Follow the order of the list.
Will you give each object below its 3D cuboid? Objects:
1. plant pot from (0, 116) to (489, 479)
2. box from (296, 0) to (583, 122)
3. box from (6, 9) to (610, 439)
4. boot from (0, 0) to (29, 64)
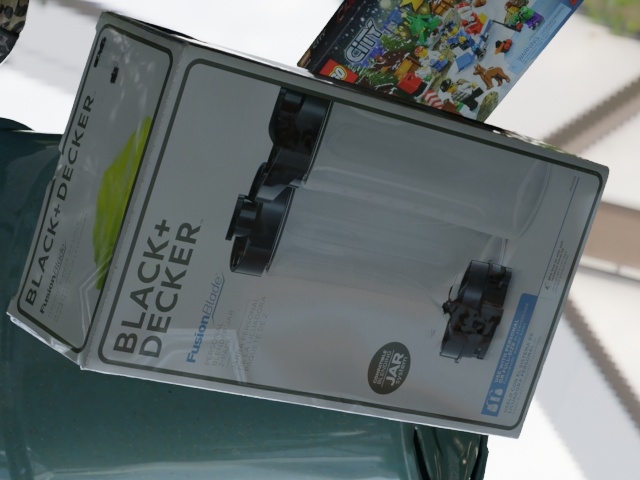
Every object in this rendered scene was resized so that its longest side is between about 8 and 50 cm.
[{"bbox_3d":[-0.070,0.077,1.337,0.334,0.341,0.341,-2,-153,18],"label":"plant pot"},{"bbox_3d":[0.110,-0.189,1.672,0.159,0.233,0.044,28,-154,-23],"label":"box"},{"bbox_3d":[0.000,0.000,1.034,0.290,0.169,0.087,14,-172,-37],"label":"box"},{"bbox_3d":[-0.343,-0.140,1.378,0.138,0.377,0.284,16,179,23],"label":"boot"}]
